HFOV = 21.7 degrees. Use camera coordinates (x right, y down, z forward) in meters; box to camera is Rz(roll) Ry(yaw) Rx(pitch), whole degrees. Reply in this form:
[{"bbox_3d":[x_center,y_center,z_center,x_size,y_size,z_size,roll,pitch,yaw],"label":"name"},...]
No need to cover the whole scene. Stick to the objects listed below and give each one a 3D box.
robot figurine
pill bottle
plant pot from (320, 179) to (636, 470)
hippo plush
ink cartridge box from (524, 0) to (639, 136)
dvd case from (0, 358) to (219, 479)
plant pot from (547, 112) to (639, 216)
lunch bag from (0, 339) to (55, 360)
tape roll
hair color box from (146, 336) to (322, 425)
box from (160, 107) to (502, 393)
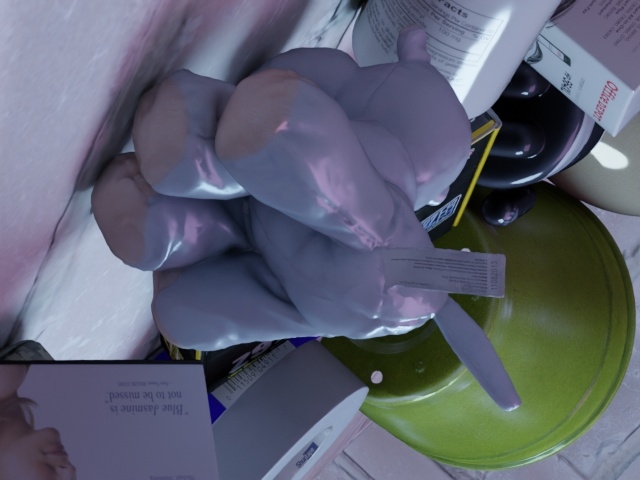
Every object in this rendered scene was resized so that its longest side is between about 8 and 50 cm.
[{"bbox_3d":[0.200,-0.143,1.709,0.209,0.173,0.278,-47,170,20],"label":"robot figurine"},{"bbox_3d":[0.120,-0.205,1.247,0.131,0.131,0.229,-39,167,-38],"label":"pill bottle"},{"bbox_3d":[0.136,0.072,1.879,0.366,0.366,0.353,-49,158,9],"label":"plant pot"},{"bbox_3d":[0.012,-0.064,1.139,0.237,0.294,0.234,-63,151,-43],"label":"hippo plush"},{"bbox_3d":[0.214,-0.199,1.452,0.086,0.203,0.148,-47,169,-6],"label":"ink cartridge box"},{"bbox_3d":[-0.146,0.204,1.152,0.180,0.253,0.022,3,158,-33],"label":"dvd case"},{"bbox_3d":[0.321,-0.172,1.923,0.191,0.284,0.284,2,135,-44],"label":"plant pot"},{"bbox_3d":[-0.239,0.267,1.197,0.305,0.256,0.212,-39,166,-38],"label":"lunch bag"},{"bbox_3d":[-0.053,0.201,1.642,0.219,0.072,0.219,-46,168,-12],"label":"tape roll"},{"bbox_3d":[-0.130,0.194,1.785,0.185,0.110,0.339,-40,165,-34],"label":"hair color box"},{"bbox_3d":[0.000,0.000,1.535,0.322,0.079,0.257,-34,168,-16],"label":"box"}]
